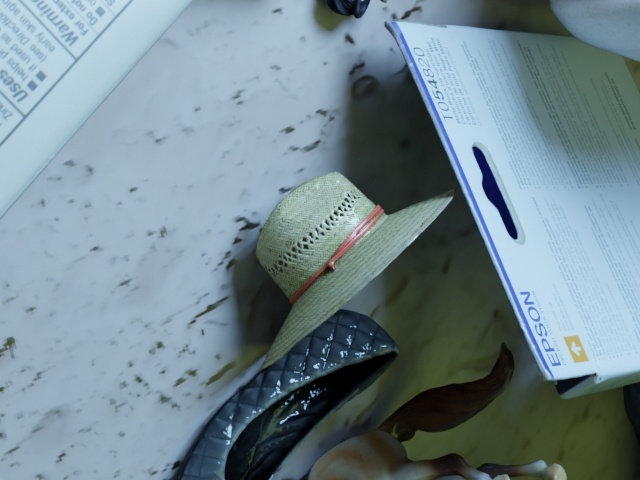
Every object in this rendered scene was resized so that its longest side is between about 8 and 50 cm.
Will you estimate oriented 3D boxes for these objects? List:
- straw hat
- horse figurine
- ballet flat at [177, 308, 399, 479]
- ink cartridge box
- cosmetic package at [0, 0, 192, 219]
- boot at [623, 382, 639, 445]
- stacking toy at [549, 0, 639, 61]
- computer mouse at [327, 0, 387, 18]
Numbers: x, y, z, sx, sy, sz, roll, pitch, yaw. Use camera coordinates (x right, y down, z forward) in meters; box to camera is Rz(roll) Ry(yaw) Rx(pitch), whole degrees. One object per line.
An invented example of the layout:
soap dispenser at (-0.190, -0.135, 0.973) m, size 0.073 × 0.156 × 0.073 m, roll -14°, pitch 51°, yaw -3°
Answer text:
straw hat at (0.000, 0.000, 0.762) m, size 0.061 × 0.144 × 0.144 m, roll 47°, pitch 64°, yaw -1°
horse figurine at (0.030, 0.170, 0.815) m, size 0.263 × 0.174 × 0.066 m, roll -53°, pitch 128°, yaw -36°
ballet flat at (-0.023, 0.105, 0.794) m, size 0.173 × 0.049 × 0.057 m, roll -49°, pitch 139°, yaw -20°
ink cartridge box at (0.139, -0.021, 0.820) m, size 0.224 × 0.045 × 0.223 m, roll -2°, pitch 65°, yaw -45°
cosmetic package at (-0.102, -0.156, 0.520) m, size 0.160 × 0.113 × 0.309 m, roll 48°, pitch 66°, yaw -21°
boot at (0.317, 0.224, 1.067) m, size 0.367 × 0.146 × 0.445 m, roll -43°, pitch 137°, yaw -52°
stacking toy at (0.230, -0.366, 0.749) m, size 0.351 × 0.351 × 0.479 m, roll -31°, pitch 107°, yaw -34°
computer mouse at (-0.020, -0.172, 0.700) m, size 0.193 × 0.042 × 0.106 m, roll 0°, pitch 110°, yaw -51°
